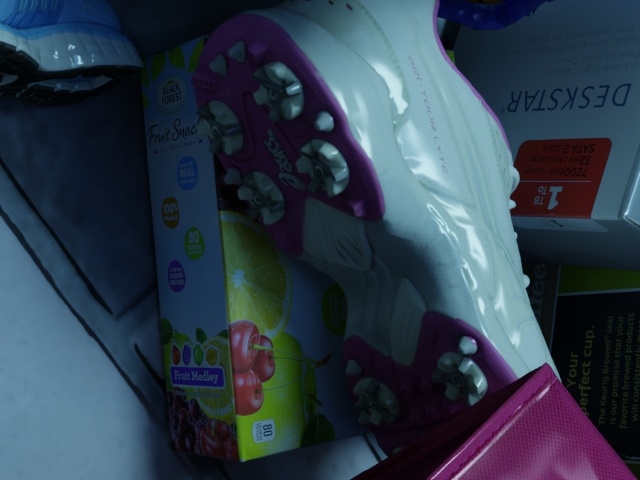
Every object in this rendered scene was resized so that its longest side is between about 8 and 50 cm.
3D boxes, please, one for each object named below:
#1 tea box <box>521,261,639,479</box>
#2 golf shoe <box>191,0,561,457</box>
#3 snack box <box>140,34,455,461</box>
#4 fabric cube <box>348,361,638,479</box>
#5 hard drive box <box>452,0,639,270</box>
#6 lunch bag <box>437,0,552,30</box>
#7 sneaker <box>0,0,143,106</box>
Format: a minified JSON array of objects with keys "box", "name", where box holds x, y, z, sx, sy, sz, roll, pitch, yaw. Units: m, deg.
[{"box":[0.312,-0.005,0.733,0.220,0.323,0.329,20,74,-37],"name":"tea box"},{"box":[0.064,0.009,0.577,0.140,0.115,0.306,-41,112,-38],"name":"golf shoe"},{"box":[0.000,0.000,0.640,0.174,0.070,0.207,-3,90,-39],"name":"snack box"},{"box":[0.037,0.254,0.484,0.254,0.259,0.258,-37,85,-35],"name":"fabric cube"},{"box":[0.167,-0.105,0.697,0.089,0.181,0.232,25,77,-34],"name":"hard drive box"},{"box":[-0.001,-0.298,0.551,0.385,0.239,0.327,6,85,-31],"name":"lunch bag"},{"box":[-0.149,-0.102,0.526,0.162,0.063,0.073,-5,75,-63],"name":"sneaker"}]
